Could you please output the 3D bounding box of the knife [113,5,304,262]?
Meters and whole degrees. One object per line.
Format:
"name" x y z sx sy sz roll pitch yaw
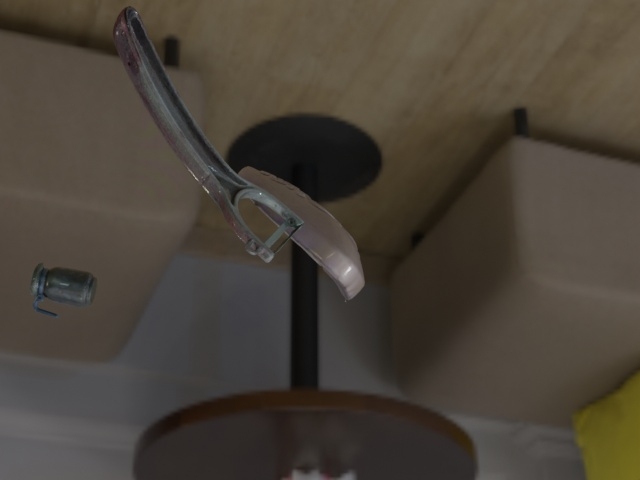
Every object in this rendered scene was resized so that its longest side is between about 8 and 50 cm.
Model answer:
"knife" -0.125 -0.100 1.243 0.053 0.123 0.278 -34 96 20

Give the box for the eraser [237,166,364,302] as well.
"eraser" 0.001 -0.001 1.523 0.059 0.243 0.204 -44 109 -3

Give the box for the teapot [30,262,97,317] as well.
"teapot" -0.345 0.067 1.709 0.083 0.049 0.064 11 119 1
